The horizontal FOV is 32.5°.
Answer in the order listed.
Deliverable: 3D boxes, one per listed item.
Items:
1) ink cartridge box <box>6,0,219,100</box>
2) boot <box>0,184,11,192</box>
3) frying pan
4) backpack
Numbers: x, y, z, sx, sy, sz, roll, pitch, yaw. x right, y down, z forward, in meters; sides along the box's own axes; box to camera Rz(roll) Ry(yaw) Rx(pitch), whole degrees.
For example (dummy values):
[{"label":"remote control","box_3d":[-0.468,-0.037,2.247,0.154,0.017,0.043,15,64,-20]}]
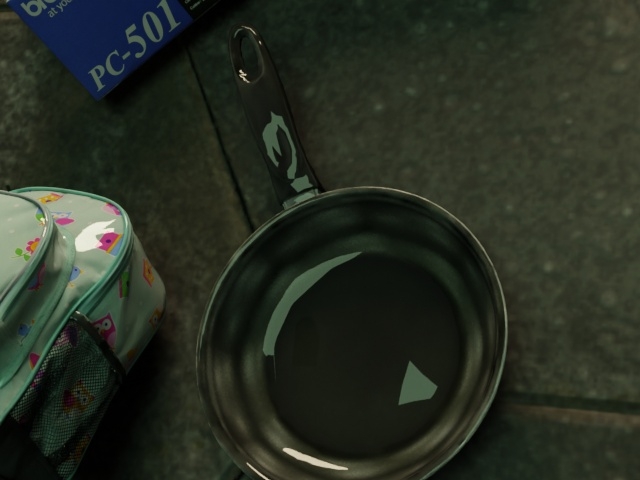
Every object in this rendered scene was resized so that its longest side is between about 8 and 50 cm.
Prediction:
[{"label":"ink cartridge box","box_3d":[-0.116,-0.205,0.793,0.207,0.097,0.046,-39,27,5]},{"label":"boot","box_3d":[-0.267,0.006,0.807,0.099,0.045,0.121,30,80,28]},{"label":"frying pan","box_3d":[-0.020,0.022,0.696,0.197,0.053,0.326,-44,59,1]},{"label":"backpack","box_3d":[-0.196,0.046,0.693,0.166,0.144,0.188,8,44,33]}]
